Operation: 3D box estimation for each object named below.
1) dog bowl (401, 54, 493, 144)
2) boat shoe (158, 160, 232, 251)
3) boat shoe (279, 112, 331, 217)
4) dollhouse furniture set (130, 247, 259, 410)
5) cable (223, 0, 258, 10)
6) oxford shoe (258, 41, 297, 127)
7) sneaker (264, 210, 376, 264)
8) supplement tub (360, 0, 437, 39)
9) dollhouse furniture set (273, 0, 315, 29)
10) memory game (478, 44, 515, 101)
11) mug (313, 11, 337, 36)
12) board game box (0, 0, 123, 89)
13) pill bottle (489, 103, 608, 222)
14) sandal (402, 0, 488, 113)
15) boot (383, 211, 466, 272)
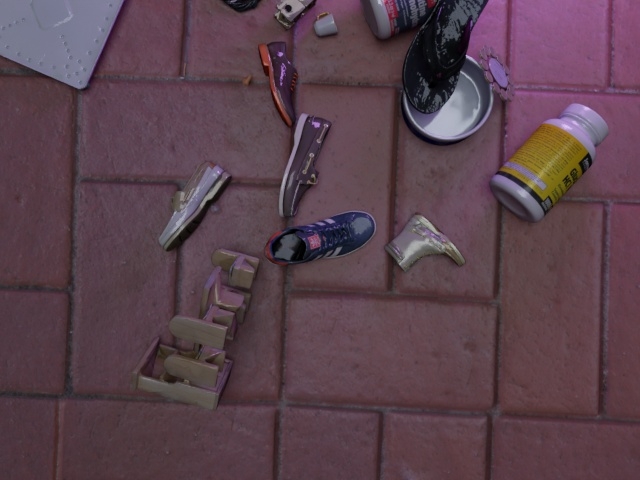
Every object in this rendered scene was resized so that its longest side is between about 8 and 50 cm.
[{"bbox_3d":[0.377,-0.423,1.813,0.264,0.104,0.265,0,88,1],"label":"dog bowl"},{"bbox_3d":[-0.400,-0.107,1.830,0.103,0.113,0.302,37,79,3],"label":"boat shoe"},{"bbox_3d":[-0.048,-0.220,1.817,0.096,0.116,0.324,14,83,5],"label":"boat shoe"},{"bbox_3d":[-0.366,0.255,1.704,0.256,0.362,0.394,15,119,0],"label":"dollhouse furniture set"},{"bbox_3d":[-0.237,-0.811,1.868,0.150,0.047,0.184,31,89,2],"label":"cable"},{"bbox_3d":[-0.109,-0.481,1.835,0.098,0.097,0.271,-16,88,-5],"label":"oxford shoe"},{"bbox_3d":[0.000,0.000,1.791,0.350,0.148,0.131,-19,88,1],"label":"sneaker"},{"bbox_3d":[0.265,-0.732,1.780,0.272,0.191,0.191,-23,88,1],"label":"supplement tub"},{"bbox_3d":[-0.114,-0.754,1.805,0.129,0.129,0.184,-43,100,0],"label":"dollhouse furniture set"},{"bbox_3d":[0.525,-0.497,1.791,0.012,0.186,0.186,-25,87,42],"label":"memory game"},{"bbox_3d":[0.014,-0.663,1.860,0.064,0.078,0.062,-17,121,10],"label":"mug"},{"bbox_3d":[-0.830,-0.716,1.881,0.389,0.050,0.390,23,90,2],"label":"board game box"},{"bbox_3d":[0.671,-0.229,1.758,0.188,0.188,0.334,42,90,2],"label":"pill bottle"},{"bbox_3d":[0.354,-0.576,1.678,0.167,0.107,0.446,19,102,-7],"label":"sandal"},{"bbox_3d":[0.315,0.042,1.818,0.213,0.077,0.165,44,90,7],"label":"boot"}]
